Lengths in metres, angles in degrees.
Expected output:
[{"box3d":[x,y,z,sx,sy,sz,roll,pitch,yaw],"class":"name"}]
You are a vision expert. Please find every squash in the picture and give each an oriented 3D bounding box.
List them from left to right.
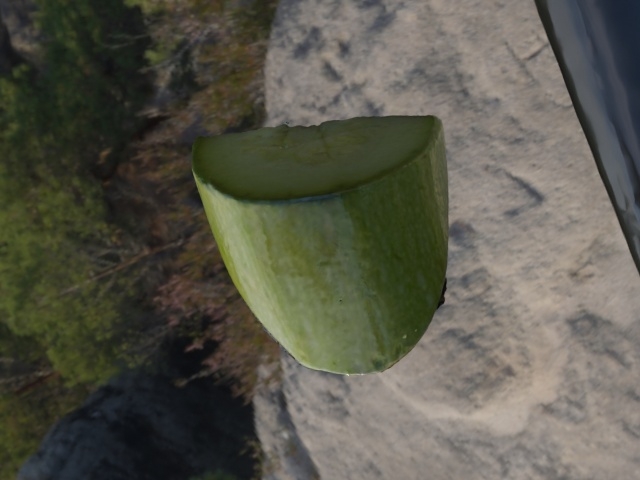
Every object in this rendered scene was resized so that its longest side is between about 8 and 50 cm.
[{"box3d":[0.000,0.000,0.865,0.236,0.204,0.155,-7,121,11],"class":"squash"}]

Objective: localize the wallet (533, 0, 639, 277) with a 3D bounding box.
[{"box3d":[0.154,-0.189,0.371,0.406,0.228,0.062,68,166,-3],"class":"wallet"}]
